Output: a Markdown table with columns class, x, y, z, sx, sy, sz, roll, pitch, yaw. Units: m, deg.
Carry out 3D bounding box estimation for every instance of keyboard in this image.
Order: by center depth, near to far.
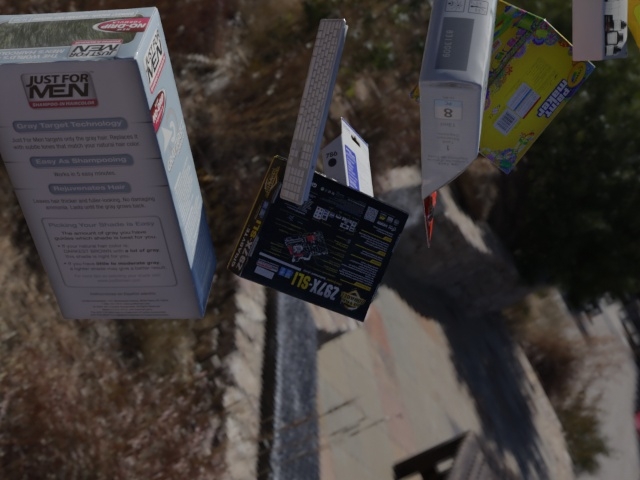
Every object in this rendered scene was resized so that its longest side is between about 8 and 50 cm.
| class | x | y | z | sx | sy | sz | roll | pitch | yaw |
| --- | --- | --- | --- | --- | --- | --- | --- | --- | --- |
| keyboard | -0.012 | -0.177 | 1.420 | 0.014 | 0.256 | 0.072 | 10 | 6 | -34 |

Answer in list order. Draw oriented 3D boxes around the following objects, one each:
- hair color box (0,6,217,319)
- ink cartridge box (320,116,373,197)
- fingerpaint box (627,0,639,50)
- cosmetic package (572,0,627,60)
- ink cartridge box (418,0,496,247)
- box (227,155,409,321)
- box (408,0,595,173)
| class | x | y | z | sx | sy | sz | roll | pitch | yaw |
| --- | --- | --- | --- | --- | --- | --- | --- | --- | --- |
| hair color box | -0.249 | -0.076 | 1.204 | 0.113 | 0.185 | 0.374 | -82 | 168 | -48 |
| ink cartridge box | 0.070 | -0.102 | 2.385 | 0.165 | 0.065 | 0.332 | 39 | 42 | -56 |
| fingerpaint box | 0.812 | -0.328 | 1.869 | 0.163 | 0.371 | 0.444 | -44 | 110 | -37 |
| cosmetic package | 0.470 | -0.423 | 1.731 | 0.099 | 0.060 | 0.239 | -16 | 107 | -49 |
| ink cartridge box | 0.209 | -0.213 | 1.531 | 0.385 | 0.091 | 0.308 | 79 | 19 | -55 |
| box | 0.000 | 0.000 | 2.151 | 0.322 | 0.257 | 0.079 | 21 | 4 | -29 |
| box | 0.386 | -0.346 | 2.255 | 0.177 | 0.290 | 0.279 | 34 | 11 | -27 |
